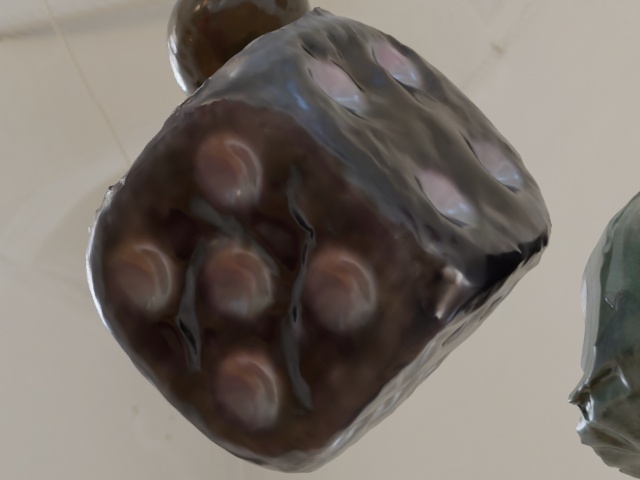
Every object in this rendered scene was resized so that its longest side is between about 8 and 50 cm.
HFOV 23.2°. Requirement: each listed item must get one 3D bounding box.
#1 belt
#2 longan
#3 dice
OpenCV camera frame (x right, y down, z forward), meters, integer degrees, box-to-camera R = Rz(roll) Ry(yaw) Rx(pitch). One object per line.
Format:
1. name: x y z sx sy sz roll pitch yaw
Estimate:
1. belt: 0.260 0.057 0.853 0.257 0.150 0.207 17 -32 -23
2. longan: -0.048 -0.142 1.047 0.119 0.106 0.106 -41 -44 -31
3. dice: 0.000 0.000 0.830 0.183 0.182 0.181 47 -60 8
